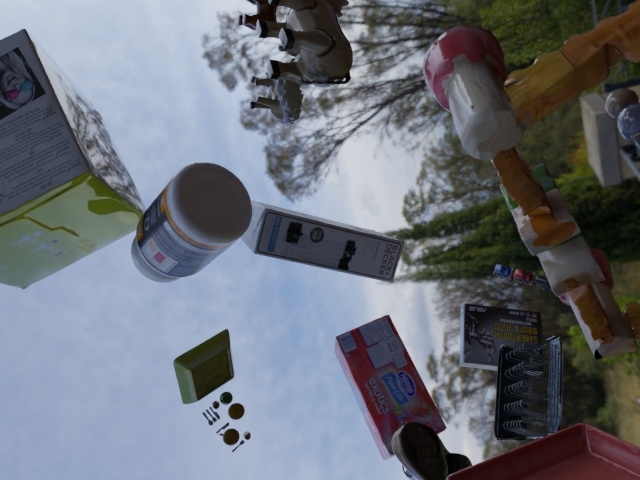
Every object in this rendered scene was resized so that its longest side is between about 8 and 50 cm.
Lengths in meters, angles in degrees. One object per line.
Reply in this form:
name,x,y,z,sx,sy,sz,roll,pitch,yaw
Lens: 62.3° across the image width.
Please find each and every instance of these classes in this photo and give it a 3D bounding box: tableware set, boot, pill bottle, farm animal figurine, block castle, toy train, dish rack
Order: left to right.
pill bottle,-0.261,-0.022,1.025,0.162,0.278,0.162,17,-121,-31
tableware set,-0.256,0.515,1.514,0.154,0.104,0.024,53,168,-5
farm animal figurine,-0.009,-0.398,0.891,0.172,0.330,0.327,-2,-101,-26
boot,0.202,0.452,1.061,0.305,0.115,0.112,46,-140,-39
toy train,0.396,0.072,1.029,0.036,0.158,0.027,22,-92,-29
dish rack,0.425,0.303,1.079,0.271,0.074,0.208,80,-162,-69
block castle,0.349,-0.094,0.593,0.453,0.303,0.213,47,-152,-31

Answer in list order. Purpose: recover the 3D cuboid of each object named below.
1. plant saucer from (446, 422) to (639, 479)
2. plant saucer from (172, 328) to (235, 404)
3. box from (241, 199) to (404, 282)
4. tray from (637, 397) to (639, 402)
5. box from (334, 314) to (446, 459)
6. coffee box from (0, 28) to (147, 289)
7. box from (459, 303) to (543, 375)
plant saucer,0.335,0.331,0.656,0.259,0.258,0.048,-174,74,-69
plant saucer,-0.327,0.382,1.559,0.188,0.045,0.189,-28,-49,-35
box,0.000,0.000,1.065,0.169,0.289,0.087,-151,75,-69
tray,0.716,0.333,0.998,0.270,0.145,0.030,9,-80,-40
box,0.161,0.357,1.297,0.142,0.154,0.300,90,156,-63
coffee box,-0.612,-0.138,1.092,0.335,0.338,0.338,61,175,13
box,0.534,0.292,1.572,0.056,0.230,0.183,87,-169,-64
